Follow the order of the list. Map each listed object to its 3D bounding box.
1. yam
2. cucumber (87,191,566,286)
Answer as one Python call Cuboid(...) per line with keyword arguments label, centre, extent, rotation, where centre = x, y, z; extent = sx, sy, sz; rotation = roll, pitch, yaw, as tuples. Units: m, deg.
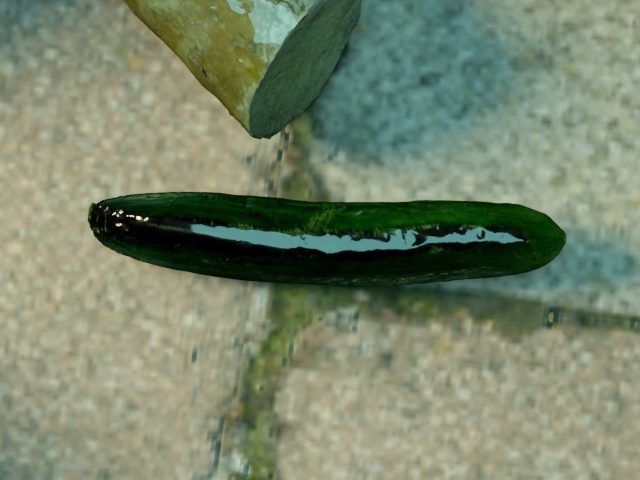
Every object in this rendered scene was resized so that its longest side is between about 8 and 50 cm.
Cuboid(label="yam", centre=(-0.058, -0.125, 0.670), extent=(0.078, 0.078, 0.179), rotation=(-40, 84, -1))
Cuboid(label="cucumber", centre=(0.000, 0.000, 0.679), extent=(0.184, 0.033, 0.036), rotation=(1, 103, 5))
